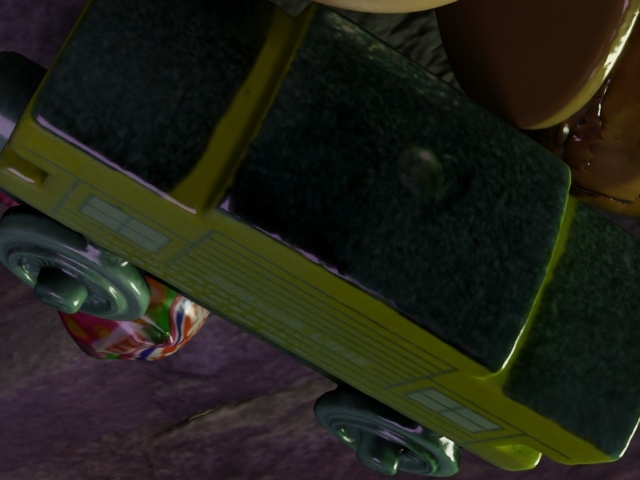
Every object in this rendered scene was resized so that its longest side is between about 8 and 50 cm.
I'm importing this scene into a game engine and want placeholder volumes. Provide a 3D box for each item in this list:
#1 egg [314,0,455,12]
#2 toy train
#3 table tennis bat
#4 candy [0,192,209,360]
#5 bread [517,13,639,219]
[{"bbox_3d":[0.005,-0.219,0.567,0.201,0.201,0.244,-38,83,32],"label":"egg"},{"bbox_3d":[0.000,0.000,0.714,0.442,0.179,0.272,30,156,-15],"label":"toy train"},{"bbox_3d":[0.125,-0.178,0.584,0.050,0.198,0.321,-3,161,-20],"label":"table tennis bat"},{"bbox_3d":[-0.231,-0.048,0.854,0.365,0.124,0.124,37,125,-5],"label":"candy"},{"bbox_3d":[0.250,-0.136,0.631,0.278,0.167,0.324,18,126,-1],"label":"bread"}]
